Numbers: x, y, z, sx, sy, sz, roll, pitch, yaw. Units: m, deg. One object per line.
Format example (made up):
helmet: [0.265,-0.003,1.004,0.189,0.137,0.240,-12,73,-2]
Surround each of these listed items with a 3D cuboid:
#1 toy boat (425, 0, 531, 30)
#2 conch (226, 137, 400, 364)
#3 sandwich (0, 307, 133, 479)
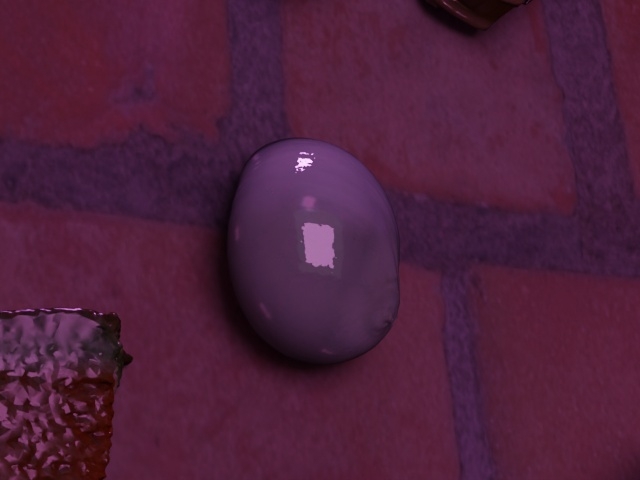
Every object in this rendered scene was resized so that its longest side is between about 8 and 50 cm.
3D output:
toy boat: [0.209,-0.330,1.829,0.121,0.089,0.321,46,54,-5]
conch: [0.004,0.000,1.554,0.185,0.121,0.221,33,43,-46]
sandwich: [-0.253,0.147,1.332,0.292,0.109,0.212,6,62,-26]
